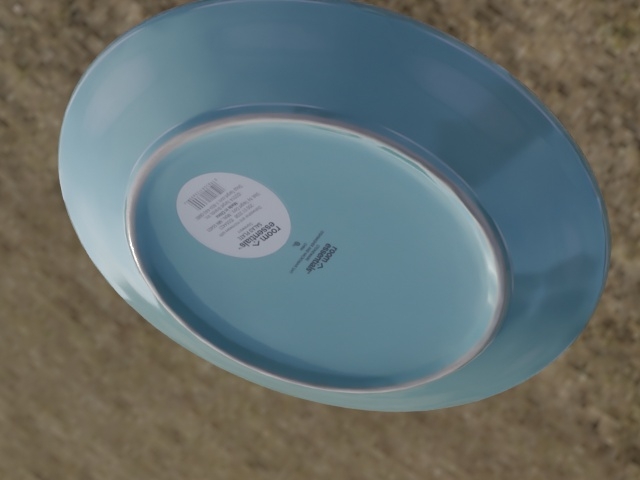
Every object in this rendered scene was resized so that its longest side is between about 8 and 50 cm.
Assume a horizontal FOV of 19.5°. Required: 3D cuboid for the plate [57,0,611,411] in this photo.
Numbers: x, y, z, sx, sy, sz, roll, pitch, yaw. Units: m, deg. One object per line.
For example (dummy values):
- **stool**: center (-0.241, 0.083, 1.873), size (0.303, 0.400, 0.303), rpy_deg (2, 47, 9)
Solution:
- **plate**: center (0.000, 0.000, 0.610), size (0.188, 0.024, 0.188), rpy_deg (10, 137, 10)
